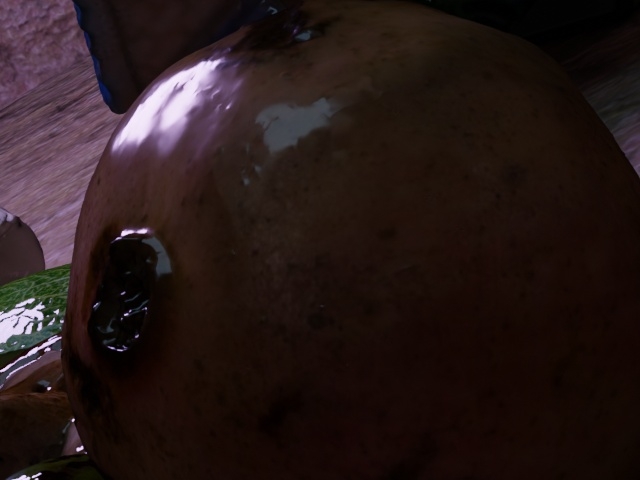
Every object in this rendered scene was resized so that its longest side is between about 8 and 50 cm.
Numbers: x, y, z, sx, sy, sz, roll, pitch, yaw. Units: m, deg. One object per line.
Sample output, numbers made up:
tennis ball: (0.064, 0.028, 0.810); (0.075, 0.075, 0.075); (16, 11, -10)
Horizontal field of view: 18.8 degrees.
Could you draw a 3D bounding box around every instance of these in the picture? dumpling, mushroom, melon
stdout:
dumpling: (-0.373, 0.043, 2.056); (0.247, 0.142, 0.172); (151, 140, -73)
mushroom: (-0.145, 0.143, 1.290); (0.194, 0.138, 0.231); (-24, 21, -29)
melon: (-0.309, 0.129, 1.652); (0.323, 0.124, 0.196); (-27, 9, 17)

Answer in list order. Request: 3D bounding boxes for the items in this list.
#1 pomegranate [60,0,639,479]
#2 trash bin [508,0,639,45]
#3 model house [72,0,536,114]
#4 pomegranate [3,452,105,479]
pomegranate: (0.019, 0.033, 0.948); (0.322, 0.322, 0.322); (-31, 15, 9)
trash bin: (0.279, -0.344, 1.851); (0.343, 0.158, 0.223); (-42, 18, -32)
model house: (-0.049, -0.318, 1.638); (0.445, 0.400, 0.395); (-46, 31, 24)
pomegranate: (-0.118, 0.180, 1.086); (0.169, 0.148, 0.148); (-25, 17, 28)
